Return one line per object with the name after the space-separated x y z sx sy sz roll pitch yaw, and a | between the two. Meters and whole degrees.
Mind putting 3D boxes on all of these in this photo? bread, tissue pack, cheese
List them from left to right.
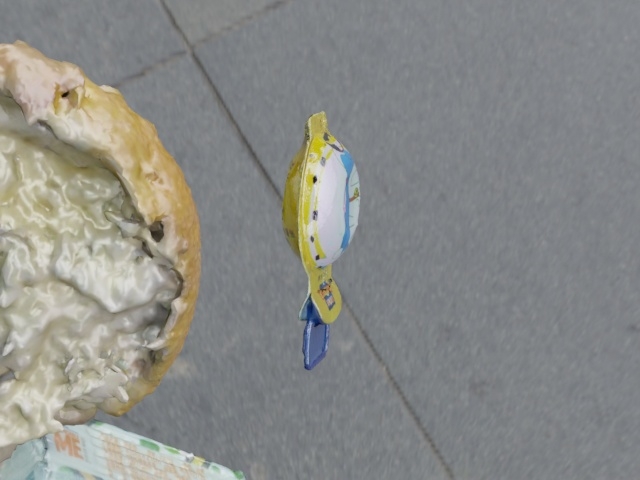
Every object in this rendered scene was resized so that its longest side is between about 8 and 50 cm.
-0.206 0.004 0.809 0.274 0.274 0.149 -14 26 -5 | bread
-0.262 0.324 1.573 0.228 0.311 0.128 -43 41 23 | tissue pack
0.000 0.000 1.337 0.064 0.156 0.250 5 104 15 | cheese
